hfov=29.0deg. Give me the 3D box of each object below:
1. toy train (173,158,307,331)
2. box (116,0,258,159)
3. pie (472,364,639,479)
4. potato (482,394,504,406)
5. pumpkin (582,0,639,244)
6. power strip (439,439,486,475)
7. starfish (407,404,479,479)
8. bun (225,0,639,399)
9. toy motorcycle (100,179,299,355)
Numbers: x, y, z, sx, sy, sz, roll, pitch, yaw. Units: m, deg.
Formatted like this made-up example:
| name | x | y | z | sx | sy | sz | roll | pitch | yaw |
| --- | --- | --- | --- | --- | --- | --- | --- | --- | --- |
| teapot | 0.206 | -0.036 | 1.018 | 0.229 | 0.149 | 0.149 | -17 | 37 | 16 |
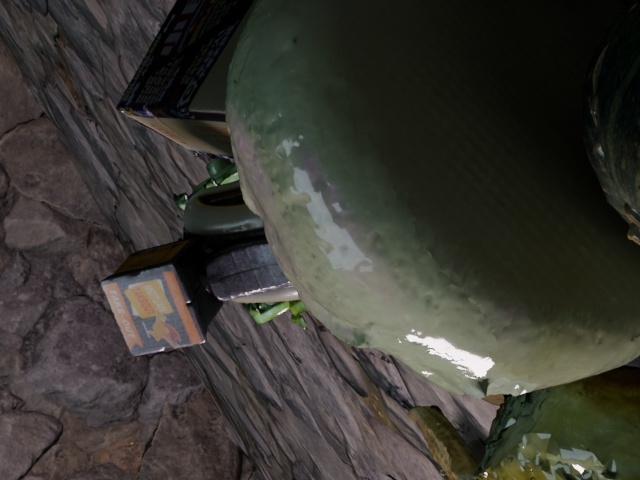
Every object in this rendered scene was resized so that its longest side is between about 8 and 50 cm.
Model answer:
| name | x | y | z | sx | sy | sz | roll | pitch | yaw |
| --- | --- | --- | --- | --- | --- | --- | --- | --- | --- |
| toy train | -0.001 | -0.035 | 1.056 | 0.159 | 0.188 | 0.271 | 57 | 161 | -3 |
| box | -0.028 | -0.156 | 0.881 | 0.084 | 0.198 | 0.310 | 30 | 174 | -24 |
| pie | 0.242 | 0.170 | 0.755 | 0.288 | 0.103 | 0.355 | 28 | 164 | 3 |
| potato | 0.138 | 0.044 | 0.902 | 0.154 | 0.137 | 0.200 | 27 | 165 | -8 |
| pumpkin | 0.198 | -0.039 | 0.538 | 0.190 | 0.146 | 0.190 | 47 | -161 | -22 |
| power strip | 0.201 | 0.333 | 1.369 | 0.145 | 0.061 | 0.216 | 46 | 160 | 38 |
| starfish | 0.223 | 0.276 | 0.984 | 0.324 | 0.082 | 0.432 | 37 | 178 | -27 |
| bun | 0.066 | -0.040 | 0.674 | 0.179 | 0.283 | 0.283 | -32 | 91 | 50 |
| toy motorcycle | 0.000 | 0.000 | 0.839 | 0.157 | 0.263 | 0.091 | -58 | -48 | -59 |
